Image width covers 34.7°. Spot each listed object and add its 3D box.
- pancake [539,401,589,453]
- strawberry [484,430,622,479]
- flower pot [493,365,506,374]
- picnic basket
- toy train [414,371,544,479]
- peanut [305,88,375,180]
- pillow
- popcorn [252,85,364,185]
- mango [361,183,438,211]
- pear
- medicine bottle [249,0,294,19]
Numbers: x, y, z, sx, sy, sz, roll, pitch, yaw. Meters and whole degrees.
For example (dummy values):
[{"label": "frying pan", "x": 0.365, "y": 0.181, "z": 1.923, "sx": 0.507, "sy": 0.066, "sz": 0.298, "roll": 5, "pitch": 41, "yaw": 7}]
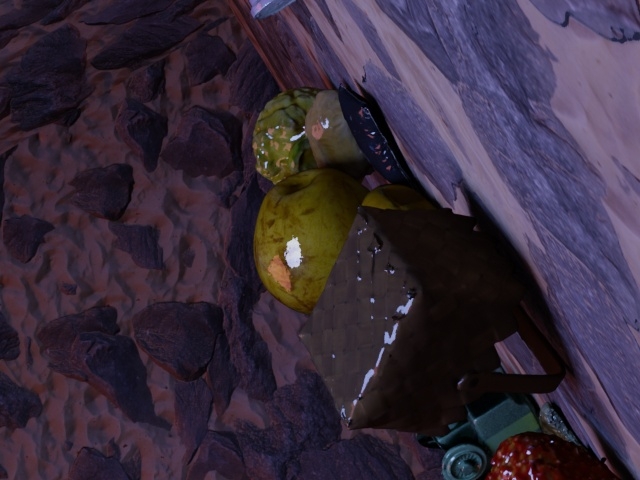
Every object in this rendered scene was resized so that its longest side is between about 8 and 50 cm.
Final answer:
[{"label": "pancake", "x": 0.445, "y": 0.391, "z": 1.738, "sx": 0.254, "sy": 0.037, "sz": 0.253, "roll": 60, "pitch": 179, "yaw": 2}, {"label": "strawberry", "x": 0.379, "y": 0.440, "z": 1.446, "sx": 0.292, "sy": 0.292, "sz": 0.344, "roll": 61, "pitch": -158, "yaw": -64}, {"label": "flower pot", "x": 0.294, "y": 0.317, "z": 2.247, "sx": 0.190, "sy": 0.239, "sz": 0.209, "roll": 58, "pitch": 148, "yaw": -7}, {"label": "picnic basket", "x": 0.164, "y": 0.114, "z": 1.420, "sx": 0.321, "sy": 0.291, "sz": 0.254, "roll": 5, "pitch": -146, "yaw": -33}, {"label": "toy train", "x": 0.336, "y": 0.411, "z": 2.040, "sx": 0.299, "sy": 0.238, "sz": 0.167, "roll": 57, "pitch": 180, "yaw": -30}, {"label": "peanut", "x": 0.041, "y": -0.200, "z": 2.016, "sx": 0.129, "sy": 0.129, "sz": 0.224, "roll": 59, "pitch": 177, "yaw": 47}, {"label": "pillow", "x": 0.097, "y": -0.180, "z": 1.832, "sx": 0.208, "sy": 0.055, "sz": 0.141, "roll": 59, "pitch": 172, "yaw": -32}, {"label": "popcorn", "x": -0.016, "y": -0.203, "z": 2.218, "sx": 0.257, "sy": 0.224, "sz": 0.270, "roll": 34, "pitch": 153, "yaw": 24}, {"label": "mango", "x": 0.155, "y": -0.011, "z": 1.763, "sx": 0.167, "sy": 0.130, "sz": 0.262, "roll": 60, "pitch": 169, "yaw": -30}, {"label": "pear", "x": 0.000, "y": 0.000, "z": 1.963, "sx": 0.281, "sy": 0.280, "sz": 0.281, "roll": 59, "pitch": 179, "yaw": 1}, {"label": "medicine bottle", "x": -0.169, "y": -0.584, "z": 1.718, "sx": 0.426, "sy": 0.108, "sz": 0.108, "roll": 61, "pitch": 179, "yaw": -2}]
